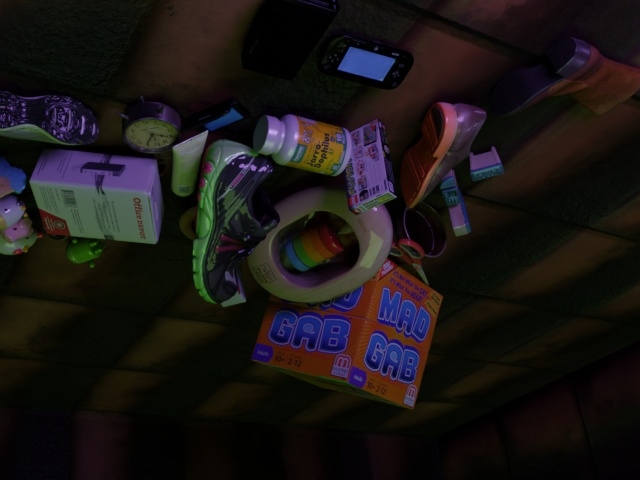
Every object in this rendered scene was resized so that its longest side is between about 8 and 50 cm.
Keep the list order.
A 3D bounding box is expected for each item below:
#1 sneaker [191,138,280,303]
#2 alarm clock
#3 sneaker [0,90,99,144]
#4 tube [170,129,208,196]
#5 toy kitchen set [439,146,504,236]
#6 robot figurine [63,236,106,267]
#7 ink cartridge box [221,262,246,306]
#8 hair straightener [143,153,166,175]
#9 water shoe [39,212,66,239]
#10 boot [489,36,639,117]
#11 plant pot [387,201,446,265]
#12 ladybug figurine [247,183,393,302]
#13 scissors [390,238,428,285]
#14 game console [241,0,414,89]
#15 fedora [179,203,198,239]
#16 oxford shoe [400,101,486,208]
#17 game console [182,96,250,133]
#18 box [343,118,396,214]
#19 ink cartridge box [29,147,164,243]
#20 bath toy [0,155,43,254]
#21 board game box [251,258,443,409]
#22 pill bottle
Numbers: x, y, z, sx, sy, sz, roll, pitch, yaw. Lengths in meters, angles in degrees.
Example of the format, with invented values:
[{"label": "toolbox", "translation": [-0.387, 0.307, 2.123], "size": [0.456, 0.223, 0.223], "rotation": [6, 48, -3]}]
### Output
[{"label": "sneaker", "translation": [-0.205, -0.018, 1.951], "size": [0.202, 0.185, 0.482], "rotation": [7, 132, -6]}, {"label": "alarm clock", "translation": [-0.372, -0.243, 1.791], "size": [0.129, 0.064, 0.192], "rotation": [-9, 148, 3]}, {"label": "sneaker", "translation": [-0.610, -0.259, 1.705], "size": [0.272, 0.100, 0.108], "rotation": [7, 172, -29]}, {"label": "tube", "translation": [-0.315, -0.182, 1.883], "size": [0.062, 0.070, 0.240], "rotation": [17, 155, -6]}, {"label": "toy kitchen set", "translation": [0.406, -0.125, 2.095], "size": [0.166, 0.122, 0.207], "rotation": [-14, 150, 13]}, {"label": "robot figurine", "translation": [-0.649, 0.024, 2.199], "size": [0.115, 0.067, 0.101], "rotation": [-18, 121, 20]}, {"label": "ink cartridge box", "translation": [-0.269, 0.080, 2.268], "size": [0.072, 0.175, 0.127], "rotation": [-13, 150, 6]}, {"label": "hair straightener", "translation": [-0.491, -0.163, 1.942], "size": [0.230, 0.047, 0.089], "rotation": [-16, 137, 26]}, {"label": "water shoe", "translation": [-0.695, -0.040, 2.064], "size": [0.073, 0.080, 0.203], "rotation": [-1, 150, -9]}, {"label": "boot", "translation": [0.557, -0.341, 1.820], "size": [0.280, 0.096, 0.264], "rotation": [10, 140, -39]}, {"label": "plant pot", "translation": [0.238, -0.008, 2.248], "size": [0.167, 0.167, 0.165], "rotation": [17, 151, -35]}, {"label": "ladybug figurine", "translation": [0.000, 0.000, 2.130], "size": [0.449, 0.162, 0.305], "rotation": [-23, 104, 29]}, {"label": "scissors", "translation": [0.270, 0.067, 2.185], "size": [0.109, 0.021, 0.297], "rotation": [-5, 150, 35]}, {"label": "game console", "translation": [0.030, -0.393, 1.631], "size": [0.361, 0.044, 0.213], "rotation": [8, 147, -26]}, {"label": "fedora", "translation": [-0.280, -0.063, 2.108], "size": [0.194, 0.079, 0.194], "rotation": [-5, 149, -3]}, {"label": "oxford shoe", "translation": [0.294, -0.195, 1.954], "size": [0.133, 0.130, 0.363], "rotation": [-5, 153, -18]}, {"label": "game console", "translation": [-0.231, -0.262, 1.783], "size": [0.122, 0.107, 0.071], "rotation": [-20, 120, 21]}, {"label": "box", "translation": [0.109, -0.173, 1.867], "size": [0.114, 0.207, 0.036], "rotation": [-24, 146, 29]}, {"label": "ink cartridge box", "translation": [-0.517, -0.102, 1.891], "size": [0.273, 0.114, 0.197], "rotation": [6, 142, 1]}, {"label": "bath toy", "translation": [-0.755, -0.063, 1.947], "size": [0.129, 0.151, 0.348], "rotation": [-1, 153, -13]}, {"label": "board game box", "translation": [0.084, 0.253, 2.340], "size": [0.357, 0.356, 0.356], "rotation": [6, 162, 39]}, {"label": "pill bottle", "translation": [-0.043, -0.223, 1.837], "size": [0.208, 0.117, 0.117], "rotation": [11, 146, -27]}]
